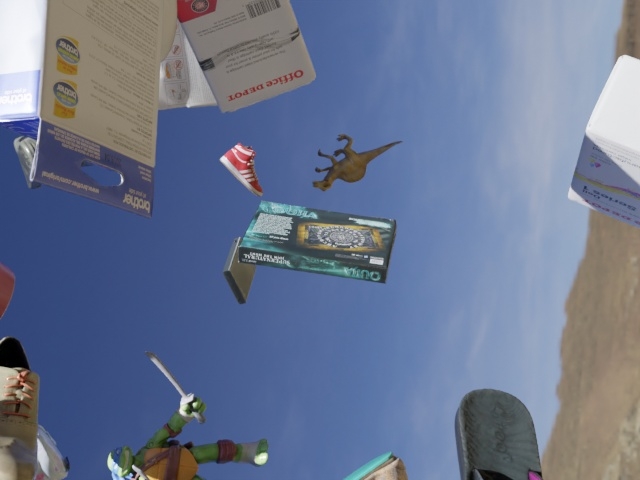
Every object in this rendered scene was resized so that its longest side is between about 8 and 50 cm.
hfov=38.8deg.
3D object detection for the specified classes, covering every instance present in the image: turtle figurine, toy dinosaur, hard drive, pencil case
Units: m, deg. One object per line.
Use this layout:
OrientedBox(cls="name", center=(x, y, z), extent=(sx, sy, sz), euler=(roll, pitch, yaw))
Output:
OrientedBox(cls="turtle figurine", center=(-0.214, 0.374, 1.546), extent=(0.198, 0.266, 0.275), euler=(-107, 36, -57))
OrientedBox(cls="toy dinosaur", center=(0.057, -0.147, 1.669), extent=(0.183, 0.093, 0.053), euler=(-30, -31, -9))
OrientedBox(cls="hard drive", center=(-0.182, 0.068, 2.049), extent=(0.135, 0.022, 0.094), euler=(-78, -31, -56))
OrientedBox(cls="pencil case", center=(-0.605, 0.451, 1.668), extent=(0.273, 0.124, 0.113), euler=(-33, -52, -12))

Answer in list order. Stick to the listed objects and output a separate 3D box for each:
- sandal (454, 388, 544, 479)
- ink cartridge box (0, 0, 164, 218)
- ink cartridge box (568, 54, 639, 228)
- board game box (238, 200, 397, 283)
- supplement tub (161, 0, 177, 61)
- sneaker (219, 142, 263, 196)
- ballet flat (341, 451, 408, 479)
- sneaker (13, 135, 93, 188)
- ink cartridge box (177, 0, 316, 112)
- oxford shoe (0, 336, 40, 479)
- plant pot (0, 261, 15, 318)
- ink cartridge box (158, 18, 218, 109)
OrientedBox(cls="sandal", center=(0.291, 0.402, 1.369), extent=(0.107, 0.167, 0.446), euler=(104, 165, -45))
OrientedBox(cls="ink cartridge box", center=(-0.212, -0.185, 0.821), extent=(0.186, 0.065, 0.311), euler=(23, -115, -69))
OrientedBox(cls="ink cartridge box", center=(0.455, -0.106, 1.210), extent=(0.117, 0.201, 0.278), euler=(-62, -16, -9))
OrientedBox(cls="board game box", center=(0.000, 0.000, 1.158), extent=(0.126, 0.186, 0.026), euler=(-70, -13, -59))
OrientedBox(cls="supplement tub", center=(-0.384, -0.331, 1.230), extent=(0.235, 0.324, 0.236), euler=(-5, -90, -76))
OrientedBox(cls="sneaker", center=(-0.143, -0.147, 1.858), extent=(0.067, 0.042, 0.118), euler=(-46, -62, -2))
OrientedBox(cls="ballet flat", center=(0.018, 0.455, 1.465), extent=(0.106, 0.316, 0.107), euler=(65, 160, 5))
OrientedBox(cls="sneaker", center=(-0.410, -0.139, 1.429), extent=(0.130, 0.227, 0.087), euler=(-21, -82, -22))
OrientedBox(cls="ink cartridge box", center=(-0.126, -0.348, 1.469), extent=(0.100, 0.172, 0.237), euler=(-105, -6, -48))
OrientedBox(cls="oxford shoe", center=(-0.502, 0.267, 1.432), extent=(0.123, 0.348, 0.130), euler=(25, -79, -35))
OrientedBox(cls="plant pot", center=(-0.588, 0.064, 1.405), extent=(0.180, 0.201, 0.201), euler=(35, -121, -37))
OrientedBox(cls="ink cartridge box", center=(-0.225, -0.327, 1.614), extent=(0.224, 0.056, 0.181), euler=(-12, -80, -29))
